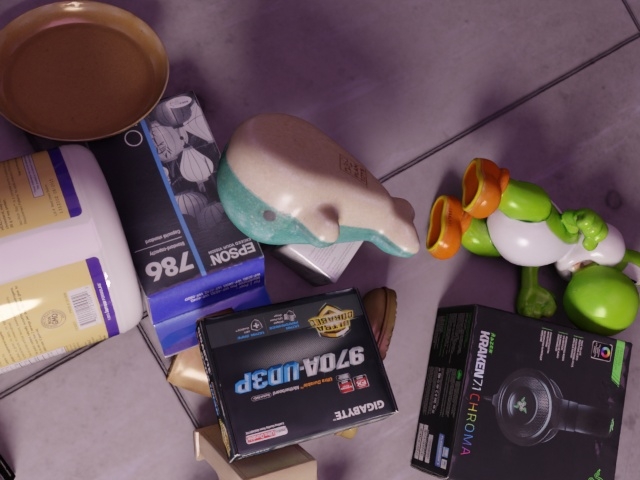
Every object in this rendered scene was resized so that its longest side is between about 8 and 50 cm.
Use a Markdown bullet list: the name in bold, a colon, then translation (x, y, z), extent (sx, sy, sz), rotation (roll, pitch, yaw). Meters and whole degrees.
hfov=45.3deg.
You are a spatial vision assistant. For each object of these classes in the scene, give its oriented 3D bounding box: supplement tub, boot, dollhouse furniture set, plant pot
- **supplement tub**: translation (-0.398, 0.040, 0.888), extent (0.331, 0.241, 0.241), rotation (-18, 88, -18)
- **boot**: translation (-0.045, 0.130, 1.064), extent (0.270, 0.089, 0.236), rotation (23, 70, -9)
- **dollhouse furniture set**: translation (-0.082, 0.376, 1.003), extent (0.212, 0.161, 0.242), rotation (-8, 104, -28)
- **plant pot**: translation (-0.321, -0.222, 1.020), extent (0.236, 0.032, 0.236), rotation (4, 61, -7)

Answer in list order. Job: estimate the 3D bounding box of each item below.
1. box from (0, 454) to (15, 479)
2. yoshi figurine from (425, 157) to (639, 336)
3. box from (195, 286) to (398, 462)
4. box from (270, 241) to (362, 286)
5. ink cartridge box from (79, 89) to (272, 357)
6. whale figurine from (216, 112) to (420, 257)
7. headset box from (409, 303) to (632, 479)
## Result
- **box**: translation (-0.487, 0.286, 0.913), extent (0.180, 0.077, 0.147), rotation (-36, 94, -18)
- **yoshi figurine**: translation (0.350, 0.032, 1.152), extent (0.362, 0.203, 0.203), rotation (21, 93, -16)
- **box**: translation (-0.032, 0.165, 0.973), extent (0.220, 0.051, 0.175), rotation (-9, 69, -21)
- **box**: translation (0.000, 0.000, 1.085), extent (0.087, 0.102, 0.101), rotation (38, 73, -10)
- **ink cartridge box**: translation (-0.187, -0.029, 1.018), extent (0.165, 0.065, 0.332), rotation (-20, 77, -19)
- **whale figurine**: translation (-0.006, -0.046, 0.978), extent (0.272, 0.141, 0.216), rotation (25, 32, -18)
- **headset box**: translation (0.304, 0.244, 1.130), extent (0.283, 0.131, 0.246), rotation (15, 79, -15)
